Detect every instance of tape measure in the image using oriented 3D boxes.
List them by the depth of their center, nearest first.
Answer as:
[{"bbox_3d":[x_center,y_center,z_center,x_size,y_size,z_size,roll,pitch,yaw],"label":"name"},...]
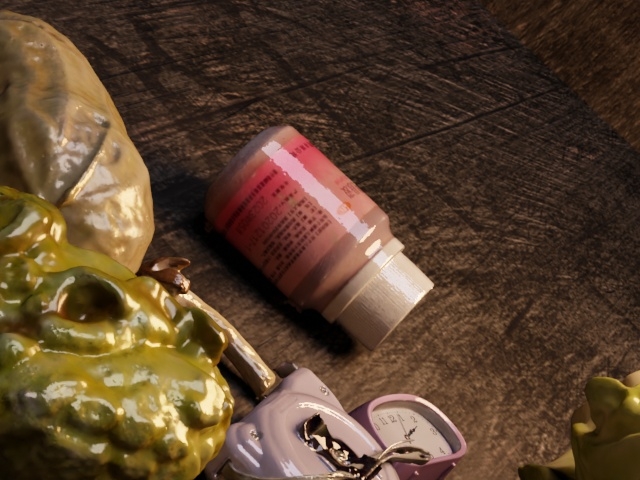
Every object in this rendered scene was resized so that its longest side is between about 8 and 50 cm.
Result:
[{"bbox_3d":[-0.002,0.207,1.437,0.178,0.105,0.196,42,23,0],"label":"tape measure"}]

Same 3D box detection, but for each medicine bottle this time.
[{"bbox_3d":[0.000,0.000,1.742,0.247,0.147,0.147,43,24,4],"label":"medicine bottle"}]

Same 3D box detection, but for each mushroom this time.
[{"bbox_3d":[-0.104,0.087,1.549,0.187,0.061,0.060,42,52,-8],"label":"mushroom"}]

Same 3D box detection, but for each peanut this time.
[{"bbox_3d":[-0.250,-0.075,1.493,0.174,0.158,0.340,27,22,-31],"label":"peanut"}]

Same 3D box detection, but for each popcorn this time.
[{"bbox_3d":[-0.208,0.099,1.241,0.286,0.174,0.225,40,31,-2],"label":"popcorn"}]

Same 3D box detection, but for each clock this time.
[{"bbox_3d":[0.075,0.197,1.630,0.110,0.050,0.152,52,26,23],"label":"clock"}]

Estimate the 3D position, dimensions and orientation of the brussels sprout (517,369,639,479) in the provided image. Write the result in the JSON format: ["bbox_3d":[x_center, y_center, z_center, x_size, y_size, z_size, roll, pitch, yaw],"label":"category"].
[{"bbox_3d":[0.429,0.290,1.620,0.342,0.425,0.361,-10,68,-25],"label":"brussels sprout"}]
